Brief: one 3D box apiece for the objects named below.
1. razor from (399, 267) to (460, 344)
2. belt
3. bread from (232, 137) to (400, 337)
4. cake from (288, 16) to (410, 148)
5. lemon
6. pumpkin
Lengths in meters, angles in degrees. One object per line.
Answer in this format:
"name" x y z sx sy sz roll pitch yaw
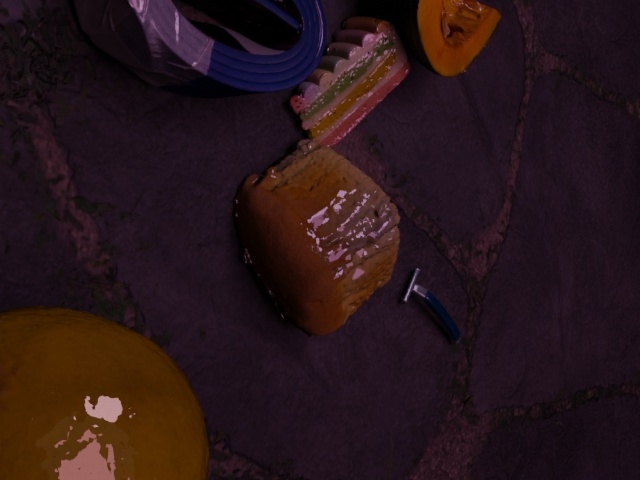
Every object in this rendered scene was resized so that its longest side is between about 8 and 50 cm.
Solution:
"razor" 0.204 0.128 1.740 0.191 0.037 0.068 48 58 -39
"belt" -0.145 -0.293 1.267 0.347 0.117 0.212 13 82 -49
"bread" 0.000 0.000 1.420 0.204 0.163 0.262 -39 107 -26
"cake" 0.049 -0.240 1.507 0.225 0.090 0.109 -57 134 -28
"lemon" -0.275 0.226 1.008 0.348 0.348 0.347 -5 96 -48
"pumpkin" 0.163 -0.347 1.589 0.312 0.148 0.169 18 88 -56
